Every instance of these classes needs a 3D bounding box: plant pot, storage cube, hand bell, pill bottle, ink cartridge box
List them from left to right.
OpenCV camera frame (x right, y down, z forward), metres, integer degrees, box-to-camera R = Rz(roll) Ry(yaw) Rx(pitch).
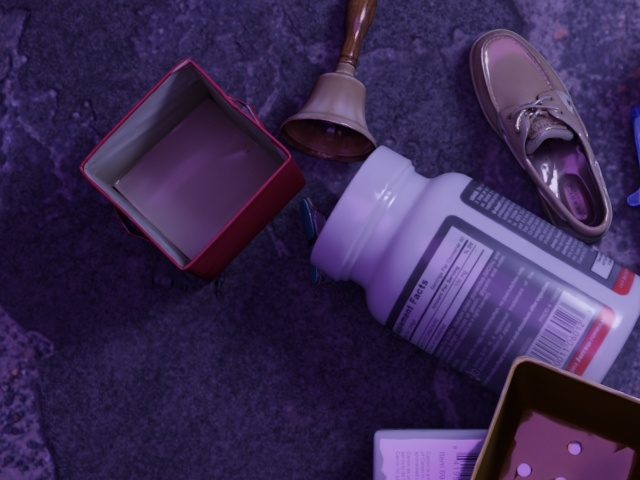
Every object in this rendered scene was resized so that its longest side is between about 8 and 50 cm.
[{"bbox_3d":[-0.153,-0.080,1.607,0.183,0.193,0.215,43,89,8],"label":"storage cube"},{"bbox_3d":[0.034,-0.236,1.669,0.126,0.126,0.242,11,72,6],"label":"hand bell"},{"bbox_3d":[0.186,0.047,1.555,0.363,0.210,0.210,31,87,8],"label":"pill bottle"},{"bbox_3d":[0.256,0.364,1.535,0.384,0.160,0.279,0,82,5],"label":"ink cartridge box"},{"bbox_3d":[0.266,0.262,1.373,0.212,0.187,0.212,21,83,8],"label":"plant pot"}]

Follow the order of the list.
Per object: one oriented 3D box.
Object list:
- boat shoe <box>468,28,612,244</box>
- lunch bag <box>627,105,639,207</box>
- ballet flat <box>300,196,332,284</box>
[{"bbox_3d":[0.281,-0.138,1.624,0.109,0.098,0.302,-25,82,1],"label":"boat shoe"},{"bbox_3d":[0.526,-0.084,1.600,0.293,0.138,0.221,-13,80,17],"label":"lunch bag"},{"bbox_3d":[0.000,0.000,1.667,0.041,0.041,0.114,-9,83,4],"label":"ballet flat"}]
